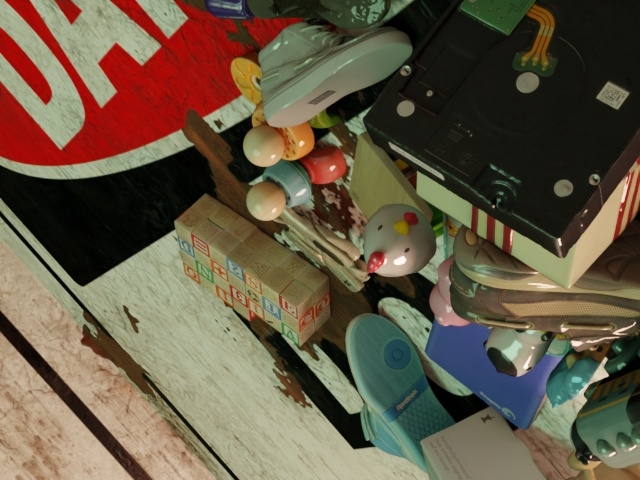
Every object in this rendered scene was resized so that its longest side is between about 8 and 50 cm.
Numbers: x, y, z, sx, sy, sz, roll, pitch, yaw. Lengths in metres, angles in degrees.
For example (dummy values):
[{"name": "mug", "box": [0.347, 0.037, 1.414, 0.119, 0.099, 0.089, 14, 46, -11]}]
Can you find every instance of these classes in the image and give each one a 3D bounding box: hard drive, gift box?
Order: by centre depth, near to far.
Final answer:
[{"name": "hard drive", "box": [0.233, -0.178, 1.347, 0.237, 0.339, 0.064, 33, 171, 24]}, {"name": "gift box", "box": [0.249, -0.123, 1.489, 0.255, 0.276, 0.258, 29, 149, 22]}, {"name": "hard drive", "box": [0.269, 0.152, 2.123, 0.210, 0.040, 0.319, 37, 153, 17]}]

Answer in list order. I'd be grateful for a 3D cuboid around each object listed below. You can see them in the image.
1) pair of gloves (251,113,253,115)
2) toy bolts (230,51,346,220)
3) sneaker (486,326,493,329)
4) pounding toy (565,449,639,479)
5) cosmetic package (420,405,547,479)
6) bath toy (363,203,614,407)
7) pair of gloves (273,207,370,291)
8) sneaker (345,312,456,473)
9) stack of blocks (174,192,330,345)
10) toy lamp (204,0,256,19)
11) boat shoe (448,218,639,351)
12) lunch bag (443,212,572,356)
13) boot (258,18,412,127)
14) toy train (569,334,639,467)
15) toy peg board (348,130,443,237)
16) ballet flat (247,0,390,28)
[{"name": "pair of gloves", "box": [-0.076, -0.163, 2.221, 0.083, 0.010, 0.074, 24, 148, 39]}, {"name": "toy bolts", "box": [-0.080, -0.145, 2.078, 0.218, 0.158, 0.228, 28, 149, 34]}, {"name": "sneaker", "box": [0.264, 0.117, 2.005, 0.037, 0.032, 0.083, 45, 163, -31]}, {"name": "pounding toy", "box": [0.438, 0.425, 2.137, 0.269, 0.155, 0.154, 53, 151, -11]}, {"name": "cosmetic package", "box": [0.300, 0.486, 2.365, 0.217, 0.156, 0.385, 57, 169, 44]}, {"name": "bath toy", "box": [0.197, 0.071, 1.762, 0.348, 0.129, 0.151, 34, 116, 11]}, {"name": "pair of gloves", "box": [0.000, 0.000, 2.259, 0.204, 0.042, 0.240, 39, 173, 4]}, {"name": "sneaker", "box": [0.108, 0.267, 2.451, 0.319, 0.127, 0.208, 61, 159, -11]}, {"name": "stack of blocks", "box": [-0.121, 0.063, 2.533, 0.297, 0.087, 0.171, 34, 152, 24]}, {"name": "toy lamp", "box": [-0.187, -0.376, 2.001, 0.274, 0.080, 0.080, 28, 149, 38]}, {"name": "boat shoe", "box": [0.316, 0.054, 1.642, 0.355, 0.132, 0.130, 9, 131, -9]}, {"name": "lunch bag", "box": [0.274, 0.019, 1.841, 0.224, 0.108, 0.279, 33, 152, 26]}, {"name": "boot", "box": [0.007, -0.255, 1.863, 0.258, 0.095, 0.123, -25, 69, 38]}, {"name": "toy train", "box": [0.433, 0.194, 1.760, 0.142, 0.190, 0.334, 47, 155, -1]}, {"name": "toy peg board", "box": [0.124, -0.068, 2.005, 0.161, 0.079, 0.161, 53, 158, 23]}, {"name": "ballet flat", "box": [0.003, -0.321, 1.827, 0.249, 0.058, 0.084, 7, 114, 45]}]
